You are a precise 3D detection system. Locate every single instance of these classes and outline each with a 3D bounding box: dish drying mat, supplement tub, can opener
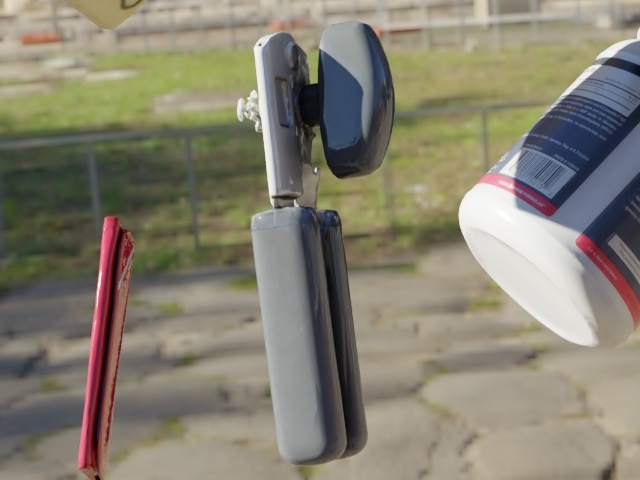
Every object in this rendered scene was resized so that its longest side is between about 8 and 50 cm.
[{"bbox_3d":[-0.070,0.036,0.579,0.008,0.083,0.032,3,-17,3],"label":"dish drying mat"},{"bbox_3d":[0.274,-0.055,1.571,0.272,0.191,0.191,-45,22,-10],"label":"supplement tub"},{"bbox_3d":[0.000,0.000,1.114,0.093,0.280,0.074,-4,-3,25],"label":"can opener"}]

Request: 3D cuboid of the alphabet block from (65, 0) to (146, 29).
[{"bbox_3d":[-0.185,-0.310,1.362,0.192,0.193,0.197,-39,-20,5],"label":"alphabet block"}]
